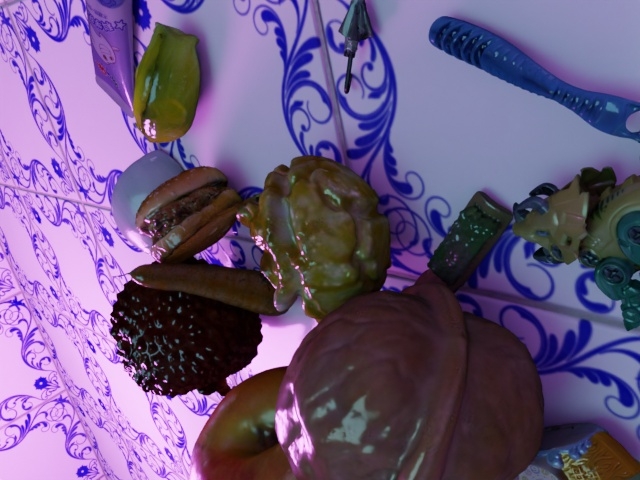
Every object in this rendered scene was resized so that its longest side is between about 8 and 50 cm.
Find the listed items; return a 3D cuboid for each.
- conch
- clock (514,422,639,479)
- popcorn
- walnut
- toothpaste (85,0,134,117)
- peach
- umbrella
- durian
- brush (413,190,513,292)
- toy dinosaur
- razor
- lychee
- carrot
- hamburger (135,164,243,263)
[{"bbox_3d":[-0.328,-0.066,1.204,0.185,0.121,0.221,16,127,5],"label":"conch"},{"bbox_3d":[0.297,0.304,0.734,0.231,0.103,0.144,-34,79,52],"label":"clock"},{"bbox_3d":[0.000,0.000,0.797,0.204,0.184,0.221,-134,27,-64],"label":"popcorn"},{"bbox_3d":[0.104,0.187,0.709,0.296,0.285,0.285,18,139,-7],"label":"walnut"},{"bbox_3d":[-0.364,-0.380,1.063,0.125,0.080,0.371,44,148,14],"label":"toothpaste"},{"bbox_3d":[-0.015,0.390,0.958,0.388,0.388,0.388,28,133,34],"label":"peach"},{"bbox_3d":[0.047,-0.282,0.671,0.044,0.044,0.269,12,130,7],"label":"umbrella"},{"bbox_3d":[-0.255,-0.241,1.002,0.250,0.101,0.139,118,150,-49],"label":"durian"},{"bbox_3d":[0.153,0.050,0.776,0.054,0.048,0.282,44,143,18],"label":"brush"},{"bbox_3d":[0.288,-0.022,0.524,0.153,0.094,0.259,48,145,2],"label":"toy dinosaur"},{"bbox_3d":[0.208,-0.154,0.572,0.253,0.042,0.082,38,139,27],"label":"razor"},{"bbox_3d":[-0.241,0.170,1.125,0.264,0.264,0.300,-11,112,51],"label":"lychee"},{"bbox_3d":[-0.189,0.071,1.008,0.078,0.298,0.078,-170,90,-72],"label":"carrot"},{"bbox_3d":[-0.227,-0.044,1.023,0.182,0.191,0.118,-43,88,23],"label":"hamburger"}]
